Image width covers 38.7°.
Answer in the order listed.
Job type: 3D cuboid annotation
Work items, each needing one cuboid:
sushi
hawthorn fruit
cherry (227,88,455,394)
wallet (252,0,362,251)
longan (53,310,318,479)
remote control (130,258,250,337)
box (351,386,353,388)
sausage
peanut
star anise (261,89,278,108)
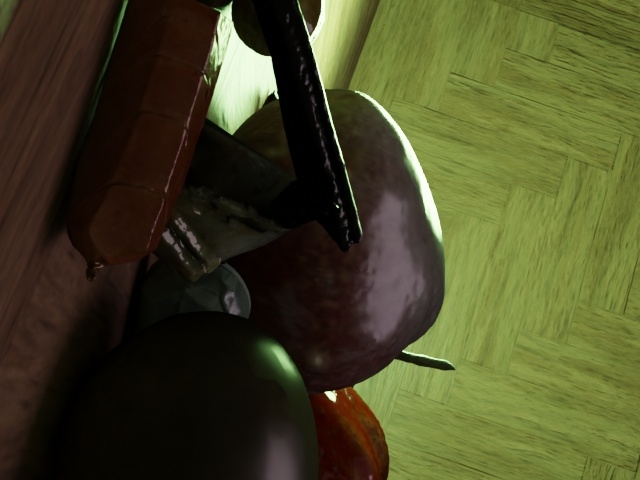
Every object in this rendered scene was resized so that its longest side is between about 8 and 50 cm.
[{"bbox_3d":[-0.093,-0.030,0.755,0.109,0.134,0.273,-57,-166,0],"label":"sushi"},{"bbox_3d":[-0.077,0.254,1.119,0.287,0.330,0.287,-33,-165,10],"label":"hawthorn fruit"},{"bbox_3d":[0.005,-0.006,1.029,0.326,0.291,0.335,-22,119,-65],"label":"cherry"},{"bbox_3d":[-0.019,-0.119,0.720,0.124,0.025,0.244,-129,-160,-64],"label":"wallet"},{"bbox_3d":[-0.101,0.173,0.727,0.246,0.215,0.246,-43,-144,43],"label":"longan"},{"bbox_3d":[-0.135,0.116,0.869,0.052,0.104,0.247,-71,179,-56],"label":"remote control"},{"bbox_3d":[-0.091,0.255,1.352,0.359,0.091,0.350,46,55,-41],"label":"box"},{"bbox_3d":[-0.104,-0.058,0.535,0.065,0.065,0.169,-55,164,-85],"label":"sausage"},{"bbox_3d":[-0.027,-0.235,0.831,0.089,0.089,0.193,107,3,-56],"label":"peanut"},{"bbox_3d":[-0.075,-0.124,1.269,0.140,0.144,0.158,64,2,-9],"label":"star anise"}]
